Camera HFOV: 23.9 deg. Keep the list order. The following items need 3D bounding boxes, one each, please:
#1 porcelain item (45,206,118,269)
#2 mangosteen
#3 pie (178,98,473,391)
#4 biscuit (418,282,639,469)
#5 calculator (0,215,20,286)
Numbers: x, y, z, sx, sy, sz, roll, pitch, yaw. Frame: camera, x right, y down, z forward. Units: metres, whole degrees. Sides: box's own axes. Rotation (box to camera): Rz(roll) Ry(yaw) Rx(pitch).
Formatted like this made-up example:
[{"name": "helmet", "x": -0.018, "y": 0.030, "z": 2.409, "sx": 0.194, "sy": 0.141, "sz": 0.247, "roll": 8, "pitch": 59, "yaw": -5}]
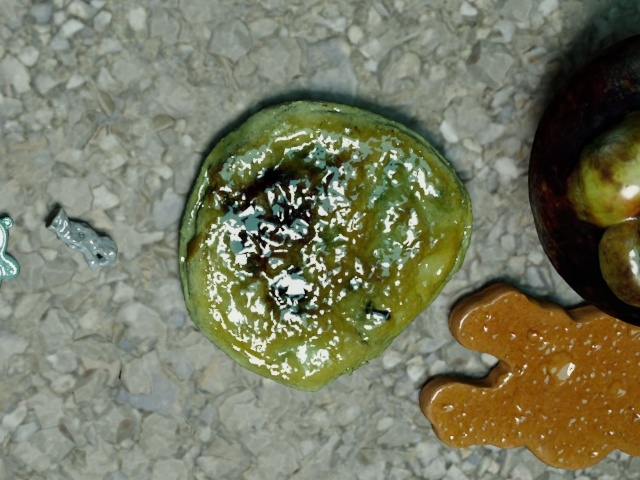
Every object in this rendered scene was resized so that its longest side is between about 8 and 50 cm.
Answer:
[{"name": "porcelain item", "x": -0.240, "y": -0.001, "z": 1.536, "sx": 0.036, "sy": 0.028, "sz": 0.083, "roll": -42, "pitch": 115, "yaw": 18}, {"name": "mangosteen", "x": 0.368, "y": -0.053, "z": 1.542, "sx": 0.330, "sy": 0.330, "sz": 0.330, "roll": -5, "pitch": 107, "yaw": -15}, {"name": "pie", "x": 0.000, "y": 0.000, "z": 1.583, "sx": 0.323, "sy": 0.070, "sz": 0.323, "roll": -4, "pitch": 106, "yaw": -14}, {"name": "biscuit", "x": 0.280, "y": 0.162, "z": 1.723, "sx": 0.334, "sy": 0.047, "sz": 0.202, "roll": 12, "pitch": 104, "yaw": -17}, {"name": "calculator", "x": -0.352, "y": 0.032, "z": 1.519, "sx": 0.094, "sy": 0.019, "sz": 0.141, "roll": 18, "pitch": 101, "yaw": -17}]
